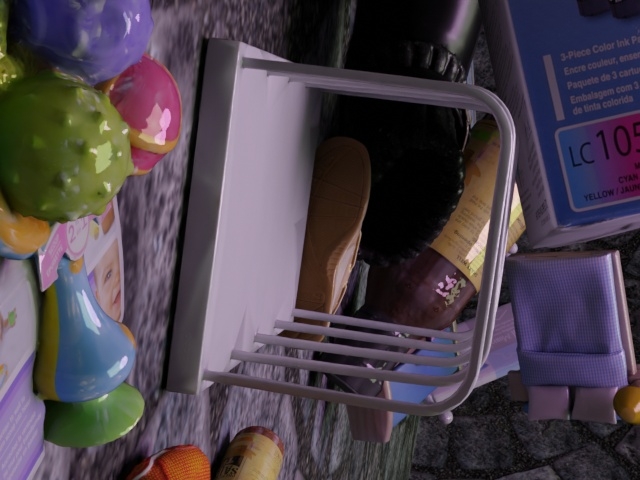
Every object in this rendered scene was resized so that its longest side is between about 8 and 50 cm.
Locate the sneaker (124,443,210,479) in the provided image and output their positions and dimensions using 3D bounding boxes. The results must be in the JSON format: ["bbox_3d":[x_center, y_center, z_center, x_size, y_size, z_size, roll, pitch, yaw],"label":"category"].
[{"bbox_3d":[-0.077,0.160,0.559,0.175,0.067,0.064,-68,162,-62],"label":"sneaker"}]

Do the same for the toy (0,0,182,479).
[{"bbox_3d":[-0.080,-0.031,0.393,0.137,0.056,0.237,-70,166,-57],"label":"toy"}]

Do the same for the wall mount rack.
[{"bbox_3d":[0.219,0.141,1.567,0.304,0.350,0.130,-117,-174,-53],"label":"wall mount rack"}]

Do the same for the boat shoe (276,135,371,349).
[{"bbox_3d":[0.000,0.000,0.930,0.059,0.063,0.170,-31,139,-82],"label":"boat shoe"}]

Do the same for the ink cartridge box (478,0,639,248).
[{"bbox_3d":[0.197,-0.204,0.900,0.270,0.151,0.396,27,50,-83],"label":"ink cartridge box"}]

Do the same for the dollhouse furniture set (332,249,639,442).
[{"bbox_3d":[0.192,0.081,1.269,0.198,0.303,0.286,-31,115,-53],"label":"dollhouse furniture set"}]

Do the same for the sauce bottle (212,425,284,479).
[{"bbox_3d":[-0.056,0.174,0.777,0.128,0.042,0.042,-66,162,-62],"label":"sauce bottle"}]

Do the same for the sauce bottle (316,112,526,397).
[{"bbox_3d":[0.125,0.013,1.204,0.344,0.111,0.111,-52,164,-12],"label":"sauce bottle"}]

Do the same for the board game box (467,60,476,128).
[{"bbox_3d":[0.191,-0.188,1.759,0.318,0.065,0.319,-57,144,-69],"label":"board game box"}]

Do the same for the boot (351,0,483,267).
[{"bbox_3d":[0.091,-0.172,1.101,0.260,0.131,0.348,-71,166,-50],"label":"boot"}]

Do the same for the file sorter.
[{"bbox_3d":[0.032,-0.012,0.749,0.277,0.173,0.193,-23,120,-79],"label":"file sorter"}]
